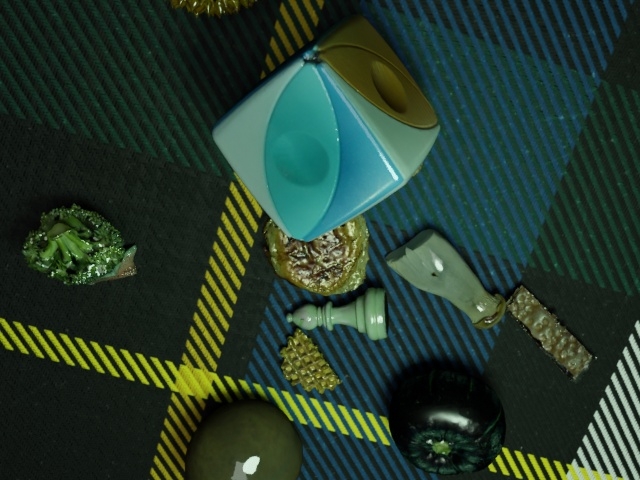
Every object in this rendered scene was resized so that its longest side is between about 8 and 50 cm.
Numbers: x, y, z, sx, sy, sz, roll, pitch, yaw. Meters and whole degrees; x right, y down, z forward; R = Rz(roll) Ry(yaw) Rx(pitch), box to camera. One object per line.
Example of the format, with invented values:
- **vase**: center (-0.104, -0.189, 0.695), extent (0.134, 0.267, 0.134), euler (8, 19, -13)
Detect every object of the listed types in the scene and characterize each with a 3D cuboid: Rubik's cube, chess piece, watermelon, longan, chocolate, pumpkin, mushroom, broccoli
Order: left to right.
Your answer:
- **broccoli**: center (-0.605, 0.014, 1.775), extent (0.176, 0.226, 0.198), euler (32, 71, -46)
- **watermelon**: center (-0.551, 0.081, 1.862), extent (0.155, 0.101, 0.080), euler (-11, 118, 11)
- **longan**: center (-0.205, 0.582, 1.918), extent (0.319, 0.319, 0.319), euler (-1, 106, -2)
- **Rubik's cube**: center (0.019, -0.250, 1.594), extent (0.351, 0.352, 0.347), euler (-30, 106, 32)
- **chess piece**: center (0.042, 0.200, 1.905), extent (0.272, 0.139, 0.139), euler (-4, 107, 11)
- **pumpkin**: center (0.344, 0.480, 1.936), extent (0.315, 0.238, 0.315), euler (6, 116, 12)
- **mushroom**: center (0.341, 0.109, 1.894), extent (0.329, 0.122, 0.159), euler (41, 138, -12)
- **chocolate**: center (0.621, 0.256, 1.967), extent (0.329, 0.065, 0.102), euler (44, 86, -14)

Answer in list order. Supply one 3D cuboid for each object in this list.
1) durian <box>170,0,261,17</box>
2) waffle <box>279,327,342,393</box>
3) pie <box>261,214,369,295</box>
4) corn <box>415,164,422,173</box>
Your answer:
- **durian**: center (-0.241, -0.654, 1.538), extent (0.384, 0.347, 0.347), euler (19, 105, 1)
- **waffle**: center (-0.022, 0.338, 1.971), extent (0.192, 0.046, 0.160), euler (22, 105, -9)
- **pie**: center (0.000, 0.000, 1.852), extent (0.308, 0.085, 0.308), euler (0, 105, -2)
- **corn**: center (0.177, -0.309, 1.764), extent (0.097, 0.097, 0.320), euler (-21, 108, 4)
